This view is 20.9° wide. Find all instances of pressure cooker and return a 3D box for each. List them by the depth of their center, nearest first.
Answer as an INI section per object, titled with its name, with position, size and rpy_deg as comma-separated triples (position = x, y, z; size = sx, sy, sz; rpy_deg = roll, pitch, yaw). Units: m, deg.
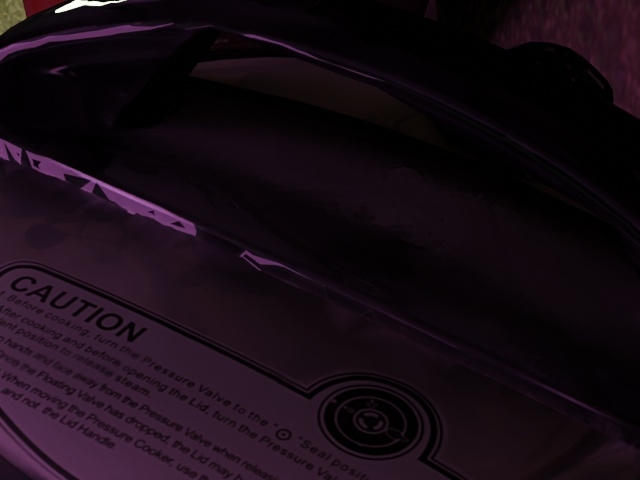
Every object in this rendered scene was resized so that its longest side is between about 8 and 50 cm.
[pressure cooker]
position = 0.002, 0.113, 0.637
size = 0.375, 0.370, 0.420
rpy_deg = -107, 22, -56

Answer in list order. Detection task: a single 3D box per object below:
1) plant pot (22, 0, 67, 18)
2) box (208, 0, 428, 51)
[plant pot]
position = -0.114, -0.226, 1.262
size = 0.272, 0.272, 0.265
rpy_deg = -124, 27, -66
[box]
position = -0.039, -0.184, 0.917
size = 0.381, 0.191, 0.143
rpy_deg = 106, 159, -76
